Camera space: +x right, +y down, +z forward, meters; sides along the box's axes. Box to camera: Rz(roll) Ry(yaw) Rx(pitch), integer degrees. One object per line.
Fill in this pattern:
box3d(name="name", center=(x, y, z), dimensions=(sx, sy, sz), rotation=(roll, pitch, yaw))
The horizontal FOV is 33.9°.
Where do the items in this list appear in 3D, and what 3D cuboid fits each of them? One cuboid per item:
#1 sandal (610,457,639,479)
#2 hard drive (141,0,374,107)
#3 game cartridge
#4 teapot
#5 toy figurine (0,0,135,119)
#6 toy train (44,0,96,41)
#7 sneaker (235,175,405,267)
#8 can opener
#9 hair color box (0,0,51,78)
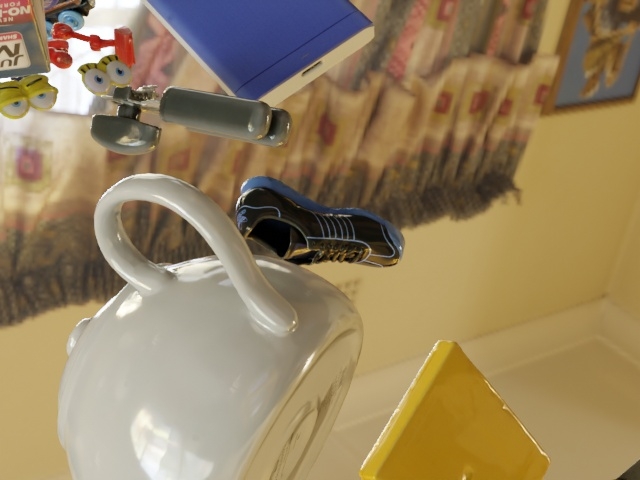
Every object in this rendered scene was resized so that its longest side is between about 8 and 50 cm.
box3d(name="sandal", center=(0.342, 0.293, 1.159), dimensions=(0.219, 0.060, 0.090), rotation=(-43, -146, -19))
box3d(name="hard drive", center=(-0.106, -0.331, 1.459), dimensions=(0.210, 0.040, 0.319), rotation=(-36, -116, -13))
box3d(name="game cartridge", center=(0.213, 0.364, 1.649), dimensions=(0.052, 0.324, 0.285), rotation=(-2, -135, 51))
box3d(name="teapot", center=(-0.098, 0.103, 0.744), dimensions=(0.187, 0.256, 0.252), rotation=(27, 179, 15))
box3d(name="toy figurine", center=(-0.368, -0.250, 1.051), dimensions=(0.362, 0.217, 0.191), rotation=(-22, -139, -34))
box3d(name="toy train", center=(-0.456, -0.379, 1.696), dimensions=(0.184, 0.105, 0.080), rotation=(-14, -132, 20))
box3d(name="sneaker", center=(0.000, 0.000, 1.326), dimensions=(0.232, 0.081, 0.090), rotation=(19, -136, -15))
box3d(name="can opener", center=(-0.156, -0.139, 1.249), dimensions=(0.280, 0.093, 0.074), rotation=(9, 179, 37))
box3d(name="hair color box", center=(-0.270, -0.284, 0.711), dimensions=(0.105, 0.347, 0.174), rotation=(-9, -123, -7))
